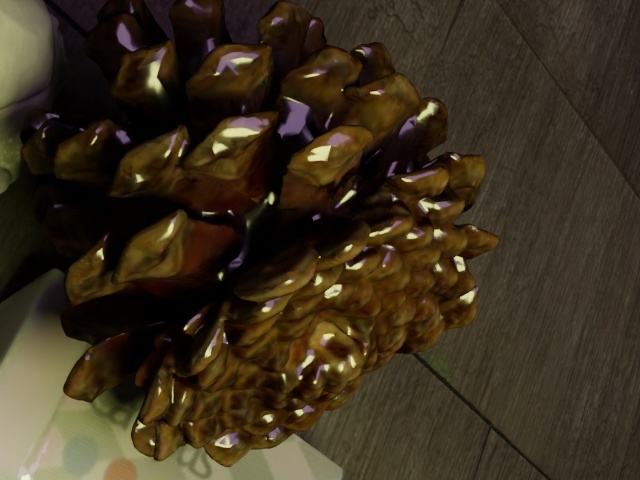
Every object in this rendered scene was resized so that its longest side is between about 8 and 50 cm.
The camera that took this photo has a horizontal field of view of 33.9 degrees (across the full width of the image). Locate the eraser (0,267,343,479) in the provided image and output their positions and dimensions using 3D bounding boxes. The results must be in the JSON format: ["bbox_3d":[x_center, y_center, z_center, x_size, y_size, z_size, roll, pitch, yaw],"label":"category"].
[{"bbox_3d":[-0.155,0.217,0.943,0.397,0.082,0.213,41,58,-35],"label":"eraser"}]

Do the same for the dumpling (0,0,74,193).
[{"bbox_3d":[-0.287,-0.124,0.794,0.258,0.147,0.193,21,70,-59],"label":"dumpling"}]

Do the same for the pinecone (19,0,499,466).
[{"bbox_3d":[-0.071,-0.033,0.825,0.384,0.384,0.385,5,84,-45],"label":"pinecone"}]
